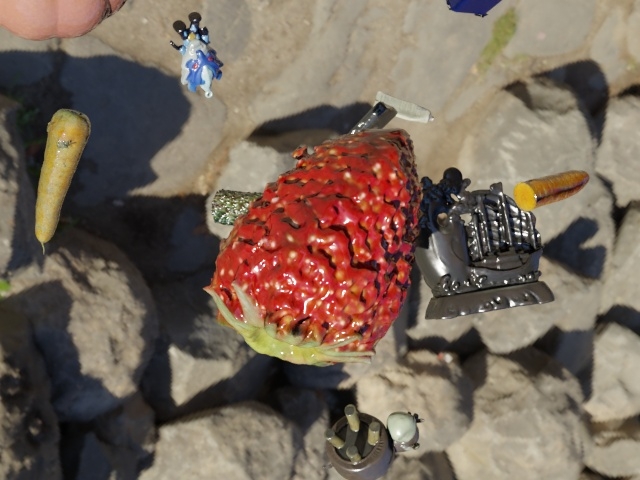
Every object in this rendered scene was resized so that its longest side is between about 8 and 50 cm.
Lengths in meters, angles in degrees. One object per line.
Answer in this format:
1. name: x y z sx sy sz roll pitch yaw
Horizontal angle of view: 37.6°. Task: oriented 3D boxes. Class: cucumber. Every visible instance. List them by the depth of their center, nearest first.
1. cucumber: -0.088 -0.068 2.279 0.096 0.359 0.096 7 90 -69

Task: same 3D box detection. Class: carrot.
1. carrot: 0.356 -0.078 1.418 0.139 0.048 0.048 -15 136 -31
2. carrot: -0.503 -0.106 1.786 0.078 0.078 0.298 -3 117 -50

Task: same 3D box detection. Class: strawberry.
1. strawberry: -0.002 -0.001 1.301 0.292 0.292 0.343 56 48 -58

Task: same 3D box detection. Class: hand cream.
1. hand cream: 0.223 -0.348 2.501 0.037 0.165 0.057 125 -19 -77

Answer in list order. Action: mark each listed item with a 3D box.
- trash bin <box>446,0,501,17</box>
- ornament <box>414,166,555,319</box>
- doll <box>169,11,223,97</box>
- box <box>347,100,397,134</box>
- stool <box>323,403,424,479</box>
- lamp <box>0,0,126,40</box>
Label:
1. trash bin: 0.389 -0.619 2.095 0.184 0.163 0.234 -4 156 -34
2. ornament: 0.272 0.000 1.621 0.251 0.106 0.260 -7 91 -12
3. doll: -0.246 -0.366 1.895 0.096 0.070 0.195 -29 140 -14
4. box: 0.109 -0.253 2.068 0.125 0.027 0.126 -44 170 14
5. stool: 0.100 0.379 1.797 0.217 0.125 0.121 -20 137 -3
6. lamp: -0.454 -0.458 1.533 0.305 0.305 0.239 -30 169 -28
